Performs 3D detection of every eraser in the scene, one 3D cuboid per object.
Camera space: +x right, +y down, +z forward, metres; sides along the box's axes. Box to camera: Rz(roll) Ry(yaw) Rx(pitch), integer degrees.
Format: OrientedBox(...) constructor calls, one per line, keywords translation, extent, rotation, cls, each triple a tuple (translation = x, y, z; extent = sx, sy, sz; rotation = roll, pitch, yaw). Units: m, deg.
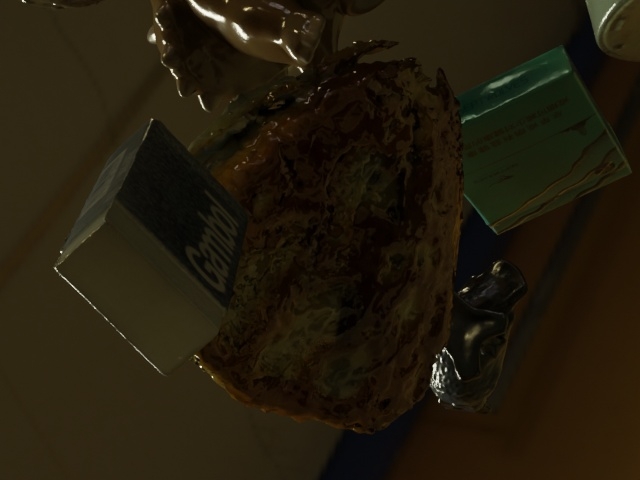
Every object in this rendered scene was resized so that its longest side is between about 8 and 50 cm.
OrientedBox(translation=(-0.093, -0.002, 0.932), extent=(0.092, 0.046, 0.212), rotation=(46, -167, -12), cls="eraser")

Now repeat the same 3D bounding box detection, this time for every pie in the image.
OrientedBox(translation=(0.001, 0.000, 1.165), extent=(0.308, 0.085, 0.308), rotation=(-18, -59, -33), cls="pie")

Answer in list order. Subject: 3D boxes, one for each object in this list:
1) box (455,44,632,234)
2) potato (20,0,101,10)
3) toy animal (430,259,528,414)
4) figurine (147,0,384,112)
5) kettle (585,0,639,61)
OrientedBox(translation=(0.207, -0.095, 1.631), extent=(0.229, 0.162, 0.041), rotation=(42, -154, -56), cls="box")
OrientedBox(translation=(-0.189, -0.274, 1.047), extent=(0.165, 0.165, 0.262), rotation=(-49, -34, -44), cls="potato")
OrientedBox(translation=(0.131, 0.078, 1.452), extent=(0.117, 0.121, 0.210), rotation=(-48, -22, -11), cls="toy animal")
OrientedBox(translation=(-0.064, -0.200, 1.536), extent=(0.177, 0.247, 0.173), rotation=(-42, -33, -41), cls="figurine")
OrientedBox(translation=(0.316, -0.398, 1.426), extent=(0.361, 0.250, 0.377), rotation=(83, 173, -73), cls="kettle")
